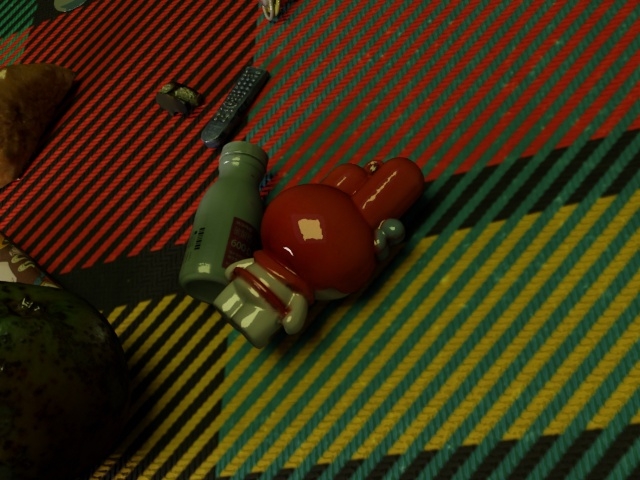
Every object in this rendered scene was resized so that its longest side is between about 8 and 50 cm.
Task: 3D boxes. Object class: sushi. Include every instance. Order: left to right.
[{"bbox_3d":[-0.222,-0.227,1.349,0.083,0.044,0.046,23,51,36],"label":"sushi"}]

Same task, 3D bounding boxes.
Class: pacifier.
[{"bbox_3d":[-0.066,-0.393,1.363,0.064,0.068,0.083,-10,24,-17],"label":"pacifier"}]

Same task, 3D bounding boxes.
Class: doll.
[{"bbox_3d":[0.000,0.000,1.007,0.290,0.130,0.161,-45,49,-11],"label":"doll"}]

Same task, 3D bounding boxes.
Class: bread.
[{"bbox_3d":[-0.554,-0.228,1.466,0.129,0.134,0.260,13,67,36],"label":"bread"}]

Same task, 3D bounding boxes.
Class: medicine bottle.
[{"bbox_3d":[-0.121,-0.027,1.117,0.090,0.090,0.216,-5,57,27],"label":"medicine bottle"}]

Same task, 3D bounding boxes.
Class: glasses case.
[{"bbox_3d":[-0.475,0.072,1.256,0.321,0.082,0.122,31,76,39],"label":"glasses case"}]

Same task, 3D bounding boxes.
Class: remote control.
[{"bbox_3d":[-0.132,-0.204,1.284,0.043,0.027,0.152,14,66,42],"label":"remote control"}]

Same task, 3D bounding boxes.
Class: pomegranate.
[{"bbox_3d":[-0.386,0.221,1.021,0.285,0.285,0.340,42,118,41],"label":"pomegranate"}]

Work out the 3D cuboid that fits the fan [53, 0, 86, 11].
[{"bbox_3d":[-0.520,-0.508,1.717,0.175,0.005,0.113,1,61,29],"label":"fan"}]
